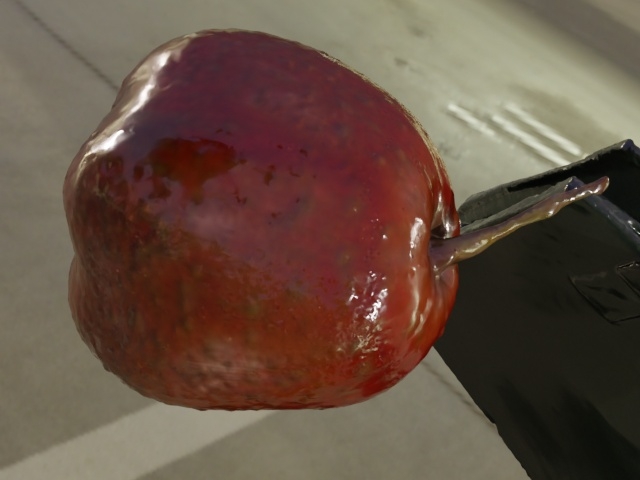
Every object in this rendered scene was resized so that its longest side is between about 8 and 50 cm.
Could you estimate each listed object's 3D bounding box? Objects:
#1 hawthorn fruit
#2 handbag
[{"bbox_3d":[0.000,0.000,0.495,0.204,0.162,0.162,15,28,22],"label":"hawthorn fruit"},{"bbox_3d":[0.170,0.075,0.683,0.079,0.260,0.247,-37,93,-21],"label":"handbag"}]
